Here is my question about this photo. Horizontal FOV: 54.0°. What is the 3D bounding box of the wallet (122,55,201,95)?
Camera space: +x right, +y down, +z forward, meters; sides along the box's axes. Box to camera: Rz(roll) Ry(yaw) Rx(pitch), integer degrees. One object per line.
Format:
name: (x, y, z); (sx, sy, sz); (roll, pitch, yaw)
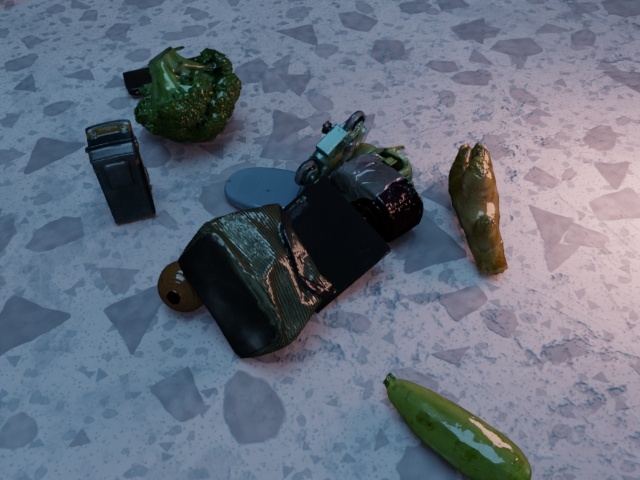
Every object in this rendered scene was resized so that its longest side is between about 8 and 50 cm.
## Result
wallet: (-0.565, -0.606, 2.317); (0.310, 0.042, 0.165); (-16, 48, -13)

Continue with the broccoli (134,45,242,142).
broccoli: (-0.430, -0.462, 2.022); (0.310, 0.321, 0.413); (31, 48, -9)

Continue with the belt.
belt: (0.141, -0.120, 1.762); (0.164, 0.184, 0.289); (-33, 52, -18)

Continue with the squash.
squash: (0.272, 0.402, 1.333); (0.370, 0.118, 0.118); (33, 57, 29)

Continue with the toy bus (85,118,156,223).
toy bus: (-0.566, -0.192, 1.792); (0.138, 0.275, 0.167); (-14, 51, -10)

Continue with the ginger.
ginger: (0.447, -0.105, 1.700); (0.166, 0.236, 0.375); (-5, 50, -23)

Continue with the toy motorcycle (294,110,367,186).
toy motorcycle: (0.039, -0.251, 1.863); (0.109, 0.198, 0.296); (39, 81, 16)

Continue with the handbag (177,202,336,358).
handbag: (-0.146, 0.087, 1.511); (0.240, 0.247, 0.340); (-32, 87, -38)

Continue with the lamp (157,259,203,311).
lamp: (-0.347, 0.116, 1.601); (0.136, 0.136, 0.136); (-1, 48, 1)

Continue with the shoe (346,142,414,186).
shoe: (0.194, -0.227, 1.909); (0.140, 0.128, 0.262); (-17, 51, -31)

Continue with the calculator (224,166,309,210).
calculator: (-0.140, -0.146, 1.889); (0.303, 0.042, 0.188); (9, 48, 10)

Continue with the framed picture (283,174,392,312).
framed picture: (0.000, 0.000, 1.701); (0.255, 0.014, 0.338); (-41, 55, 1)
